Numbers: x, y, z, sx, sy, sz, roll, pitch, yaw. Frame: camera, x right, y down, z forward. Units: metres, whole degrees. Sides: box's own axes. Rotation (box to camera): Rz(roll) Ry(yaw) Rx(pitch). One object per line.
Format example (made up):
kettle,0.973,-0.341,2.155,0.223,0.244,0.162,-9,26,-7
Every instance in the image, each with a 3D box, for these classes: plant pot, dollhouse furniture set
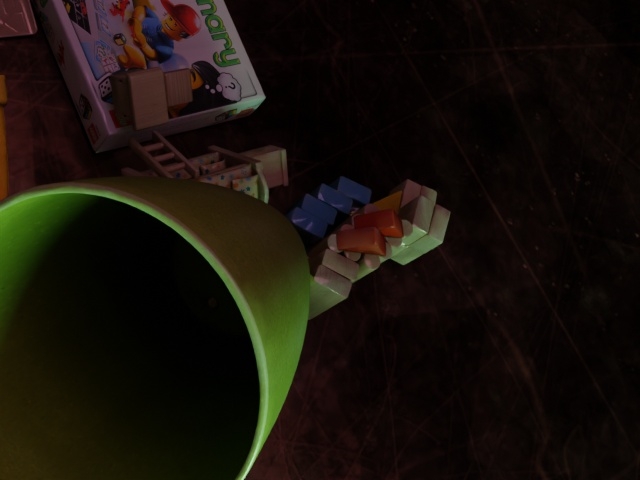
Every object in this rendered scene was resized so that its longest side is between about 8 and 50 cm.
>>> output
plant pot,-0.120,0.056,1.026,0.274,0.275,0.293,54,24,-1
dollhouse furniture set,-0.098,-0.104,1.232,0.182,0.101,0.160,-19,115,-33

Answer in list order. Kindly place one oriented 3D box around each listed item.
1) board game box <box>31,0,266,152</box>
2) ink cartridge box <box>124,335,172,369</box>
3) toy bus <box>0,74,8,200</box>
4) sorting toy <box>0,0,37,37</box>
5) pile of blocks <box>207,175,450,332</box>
board game box,-0.203,-0.256,1.307,0.193,0.053,0.305,-19,81,-34
ink cartridge box,-0.189,0.194,1.122,0.127,0.072,0.175,49,55,-5
toy bus,-0.379,-0.039,1.080,0.220,0.149,0.211,-9,92,-29
sorting toy,-0.328,-0.244,1.255,0.062,0.012,0.083,-13,81,-28
pile of blocks,0.000,0.000,1.285,0.362,0.113,0.149,-32,88,-35
